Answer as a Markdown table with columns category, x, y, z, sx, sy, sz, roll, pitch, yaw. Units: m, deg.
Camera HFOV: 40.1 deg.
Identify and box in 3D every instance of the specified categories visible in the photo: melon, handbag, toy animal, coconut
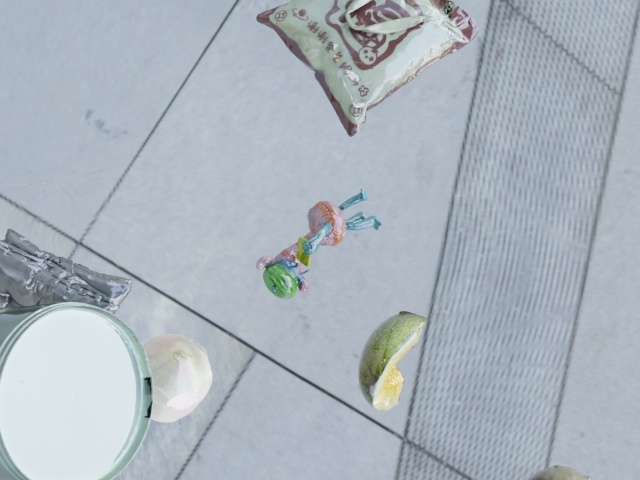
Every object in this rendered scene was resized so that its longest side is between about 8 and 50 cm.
| category | x | y | z | sx | sy | sz | roll | pitch | yaw |
| --- | --- | --- | --- | --- | --- | --- | --- | --- | --- |
| melon | 0.091 | 0.180 | 1.309 | 0.079 | 0.128 | 0.160 | 28 | 118 | 21 |
| handbag | 0.067 | -0.289 | 1.197 | 0.235 | 0.127 | 0.213 | -36 | 80 | -6 |
| toy animal | 0.000 | 0.000 | 1.334 | 0.208 | 0.103 | 0.100 | -35 | 91 | -20 |
| coconut | -0.295 | 0.269 | 1.756 | 0.170 | 0.183 | 0.171 | 16 | 49 | -20 |

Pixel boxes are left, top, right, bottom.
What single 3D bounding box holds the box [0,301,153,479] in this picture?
| category | x | y | z | sx | sy | sz | roll | pitch | yaw |
| --- | --- | --- | --- | --- | --- | --- | --- | --- | --- |
| box | -0.334 | 0.189 | 1.064 | 0.226 | 0.149 | 0.226 | 11 | 76 | -50 |

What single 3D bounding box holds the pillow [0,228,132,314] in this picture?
| category | x | y | z | sx | sy | sz | roll | pitch | yaw |
| --- | --- | --- | --- | --- | --- | --- | --- | --- | --- |
| pillow | -0.462 | 0.147 | 1.472 | 0.228 | 0.101 | 0.326 | 26 | 127 | 2 |

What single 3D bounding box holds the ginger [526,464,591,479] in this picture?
| category | x | y | z | sx | sy | sz | roll | pitch | yaw |
| --- | --- | --- | --- | --- | --- | --- | --- | --- | --- |
| ginger | 0.411 | 0.463 | 1.338 | 0.244 | 0.304 | 0.155 | -39 | 110 | -31 |
